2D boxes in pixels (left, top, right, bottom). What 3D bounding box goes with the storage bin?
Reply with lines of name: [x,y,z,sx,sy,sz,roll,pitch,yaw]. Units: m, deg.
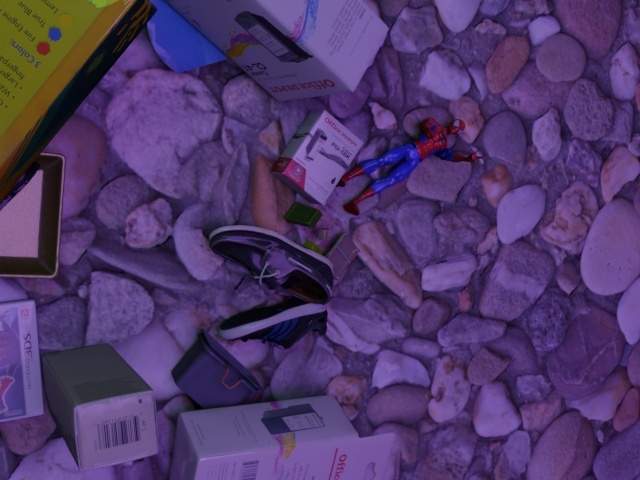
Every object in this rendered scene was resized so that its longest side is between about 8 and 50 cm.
storage bin: [-0.177,0.231,1.384,0.091,0.098,0.135,-46,114,-3]

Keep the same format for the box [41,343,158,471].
box: [-0.324,0.231,1.203,0.113,0.275,0.094,-7,100,-25]

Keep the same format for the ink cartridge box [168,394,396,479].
ink cartridge box: [-0.067,0.383,1.407,0.353,0.119,0.207,-1,119,-26]

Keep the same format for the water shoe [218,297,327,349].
water shoe: [-0.074,0.155,1.431,0.203,0.073,0.080,-14,105,-24]

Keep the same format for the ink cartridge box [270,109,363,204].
ink cartridge box: [-0.005,-0.144,1.435,0.099,0.056,0.135,36,81,-25]

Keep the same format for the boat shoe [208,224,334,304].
boat shoe: [-0.079,0.041,1.394,0.233,0.084,0.079,24,47,-23]

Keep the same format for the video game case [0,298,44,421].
video game case: [-0.523,0.188,1.240,0.201,0.023,0.184,-6,99,-25]

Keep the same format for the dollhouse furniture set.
dollhouse furniture set: [0.000,0.000,1.475,0.076,0.058,0.152,-56,135,-18]

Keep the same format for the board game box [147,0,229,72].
board game box: [-0.205,-0.344,1.323,0.168,0.033,0.133,-25,109,-32]

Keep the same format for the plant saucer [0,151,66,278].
plant saucer: [-0.479,-0.041,1.220,0.188,0.045,0.189,3,95,-27]

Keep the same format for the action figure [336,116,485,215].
action figure: [0.172,-0.144,1.483,0.280,0.139,0.092,-34,111,-21]

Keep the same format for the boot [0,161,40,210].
boot: [-0.470,-0.094,1.169,0.099,0.045,0.121,46,77,-20]

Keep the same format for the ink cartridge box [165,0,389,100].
ink cartridge box: [-0.083,-0.355,1.250,0.306,0.226,0.131,39,72,-31]

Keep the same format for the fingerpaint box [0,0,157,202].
fingerpaint box: [-0.491,-0.294,1.007,0.444,0.163,0.371,40,95,-8]
